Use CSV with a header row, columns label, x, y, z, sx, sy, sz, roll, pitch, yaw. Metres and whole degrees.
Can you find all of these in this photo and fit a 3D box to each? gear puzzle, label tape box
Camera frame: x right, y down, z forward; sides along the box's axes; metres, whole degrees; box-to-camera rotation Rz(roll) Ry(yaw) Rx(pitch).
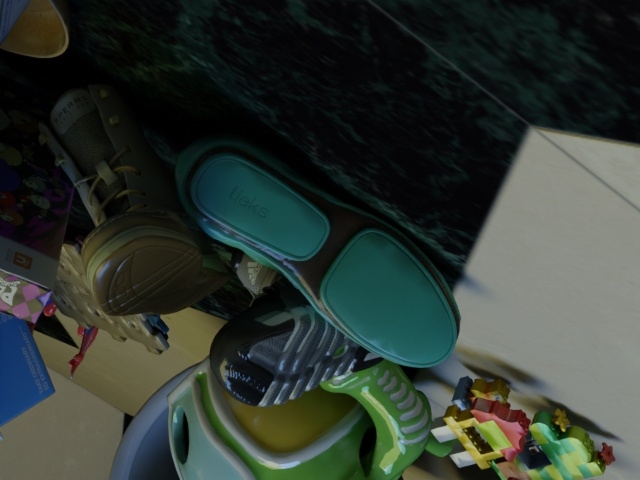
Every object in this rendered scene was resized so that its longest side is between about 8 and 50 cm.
label,x,y,z,sx,sy,sz,roll,pitch,yaw
gear puzzle,-0.301,0.038,1.674,0.339,0.044,0.175,12,142,49
label tape box,-0.437,0.096,1.748,0.347,0.115,0.249,3,115,65

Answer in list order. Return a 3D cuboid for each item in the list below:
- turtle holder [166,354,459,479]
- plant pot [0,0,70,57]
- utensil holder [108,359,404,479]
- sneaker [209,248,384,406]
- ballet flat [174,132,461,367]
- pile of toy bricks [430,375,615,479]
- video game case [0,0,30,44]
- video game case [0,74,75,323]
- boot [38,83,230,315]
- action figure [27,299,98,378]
label,x,y,z,sx,sy,sz,roll,pitch,yaw
turtle holder,-0.025,0.185,1.303,0.227,0.243,0.320,47,174,1
plant pot,-0.252,-0.196,0.861,0.236,0.032,0.236,28,165,8
utensil holder,-0.046,0.340,1.690,0.327,0.328,0.385,24,166,18
sneaker,-0.040,0.052,1.063,0.132,0.086,0.228,40,-159,25
ballet flat,0.000,0.000,0.983,0.247,0.083,0.087,36,-172,-23
pile of toy bricks,0.202,0.192,1.206,0.105,0.118,0.212,-22,115,36
video game case,-0.154,-0.112,0.538,0.061,0.244,0.269,31,165,-9
video game case,-0.280,-0.060,0.993,0.210,0.042,0.232,24,-148,-17
boot,-0.143,-0.034,0.959,0.165,0.077,0.213,60,-175,10
action figure,-0.348,0.114,1.875,0.091,0.139,0.280,30,163,-7
